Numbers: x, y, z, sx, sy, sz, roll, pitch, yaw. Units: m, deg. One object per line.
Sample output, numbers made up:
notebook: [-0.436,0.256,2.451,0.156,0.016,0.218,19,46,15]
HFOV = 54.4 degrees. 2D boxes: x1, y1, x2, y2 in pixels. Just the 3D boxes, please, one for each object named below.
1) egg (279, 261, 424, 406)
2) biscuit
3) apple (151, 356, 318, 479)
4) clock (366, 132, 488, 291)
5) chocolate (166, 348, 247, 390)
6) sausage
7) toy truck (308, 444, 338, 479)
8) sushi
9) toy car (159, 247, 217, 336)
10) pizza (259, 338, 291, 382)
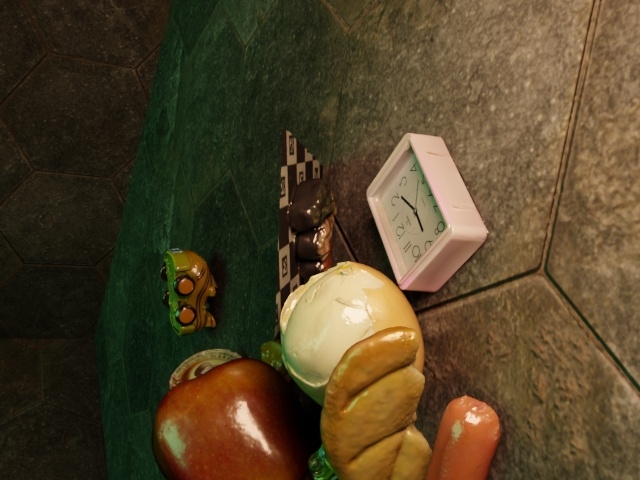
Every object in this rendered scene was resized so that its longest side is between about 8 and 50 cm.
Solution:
egg: [0.053,0.155,0.913,0.201,0.244,0.201,-27,28,16]
biscuit: [0.076,0.249,0.827,0.045,0.154,0.299,-103,-2,-63]
apple: [-0.161,0.379,1.191,0.317,0.288,0.288,47,132,21]
clock: [0.148,-0.042,0.918,0.150,0.063,0.197,-56,40,44]
chocolate: [-0.259,0.388,1.519,0.221,0.221,0.147,-130,30,-52]
sausage: [0.179,0.295,0.809,0.077,0.077,0.194,36,117,57]
toy truck: [0.023,0.375,1.083,0.111,0.076,0.076,-60,38,39]
sushi: [0.000,0.000,1.082,0.320,0.068,0.340,29,-118,-77]
toy car: [-0.363,0.142,1.761,0.200,0.142,0.248,28,121,60]
pizza: [-0.089,0.279,1.341,0.178,0.041,0.131,-12,74,61]
